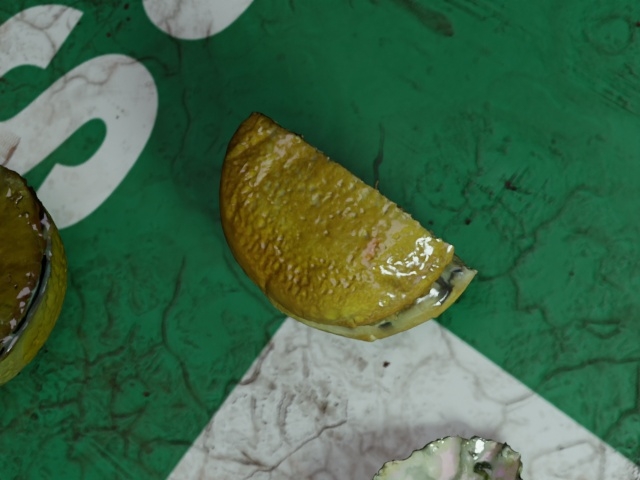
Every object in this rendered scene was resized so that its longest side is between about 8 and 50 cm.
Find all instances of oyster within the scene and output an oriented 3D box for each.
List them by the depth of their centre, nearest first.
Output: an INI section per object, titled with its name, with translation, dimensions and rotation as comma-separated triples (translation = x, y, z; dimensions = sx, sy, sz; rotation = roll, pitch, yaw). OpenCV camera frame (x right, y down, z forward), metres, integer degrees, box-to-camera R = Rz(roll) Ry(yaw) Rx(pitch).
[oyster]
translation = 0.097, 0.261, 1.305
dimensions = 0.132, 0.072, 0.209
rotation = 24, 62, 32

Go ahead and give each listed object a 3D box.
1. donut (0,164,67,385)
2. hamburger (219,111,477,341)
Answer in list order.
[donut]
translation = -0.383, 0.049, 1.543
dimensions = 0.272, 0.107, 0.272
rotation = -6, 68, 15
[hamburger]
translation = 0.000, 0.000, 1.388
dimensions = 0.283, 0.144, 0.157
rotation = 35, 97, 29
